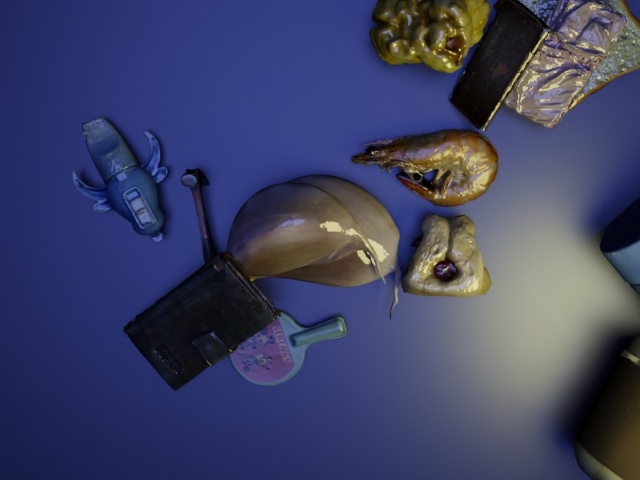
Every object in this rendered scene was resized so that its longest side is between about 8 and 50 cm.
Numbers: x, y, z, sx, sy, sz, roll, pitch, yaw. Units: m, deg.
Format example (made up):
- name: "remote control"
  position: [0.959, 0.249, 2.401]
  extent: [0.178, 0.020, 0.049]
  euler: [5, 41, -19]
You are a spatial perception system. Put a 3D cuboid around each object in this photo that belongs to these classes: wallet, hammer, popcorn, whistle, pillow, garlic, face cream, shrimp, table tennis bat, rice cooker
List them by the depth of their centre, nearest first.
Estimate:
- name: "popcorn"
  position: [0.205, -0.409, 1.801]
  extent: [0.225, 0.203, 0.200]
  euler: [-1, 102, -8]
- name: "pillow"
  position: [0.440, -0.332, 1.803]
  extent: [0.135, 0.049, 0.248]
  euler: [33, 111, 0]
- name: "face cream"
  position: [0.681, 0.023, 1.812]
  extent: [0.249, 0.249, 0.225]
  euler: [-41, 93, 5]
- name: "rice cooker"
  position: [0.673, 0.349, 1.816]
  extent: [0.335, 0.335, 0.325]
  euler: [28, 95, -2]
- name: "wallet"
  position: [0.331, -0.326, 1.829]
  extent: [0.031, 0.122, 0.232]
  euler: [5, 126, -39]
- name: "garlic"
  position: [0.000, 0.000, 1.833]
  extent: [0.340, 0.231, 0.246]
  euler: [16, 93, 5]
- name: "wallet"
  position: [-0.233, 0.158, 1.877]
  extent: [0.317, 0.044, 0.169]
  euler: [-36, 97, 32]
- name: "whistle"
  position: [-0.376, -0.115, 1.903]
  extent: [0.180, 0.093, 0.269]
  euler: [-28, 89, -3]
- name: "shrimp"
  position: [0.204, -0.136, 1.903]
  extent: [0.287, 0.063, 0.152]
  euler: [-4, 107, 0]
- name: "hammer"
  position: [-0.221, -0.001, 1.908]
  extent: [0.033, 0.111, 0.288]
  euler: [-8, 104, 5]
- name: "table tennis bat"
  position: [-0.067, 0.201, 1.953]
  extent: [0.244, 0.040, 0.153]
  euler: [-16, 95, 7]

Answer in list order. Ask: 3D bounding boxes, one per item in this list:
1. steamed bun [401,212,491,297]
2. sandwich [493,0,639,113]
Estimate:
- name: "steamed bun"
  position: [0.241, 0.026, 1.878]
  extent: [0.172, 0.141, 0.155]
  euler: [1, 92, 4]
- name: "sandwich"
  position: [0.483, -0.397, 1.854]
  extent: [0.226, 0.087, 0.251]
  euler: [-30, 95, 3]
